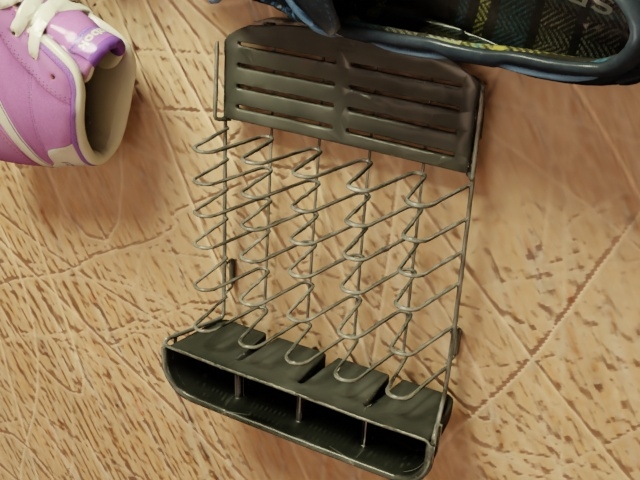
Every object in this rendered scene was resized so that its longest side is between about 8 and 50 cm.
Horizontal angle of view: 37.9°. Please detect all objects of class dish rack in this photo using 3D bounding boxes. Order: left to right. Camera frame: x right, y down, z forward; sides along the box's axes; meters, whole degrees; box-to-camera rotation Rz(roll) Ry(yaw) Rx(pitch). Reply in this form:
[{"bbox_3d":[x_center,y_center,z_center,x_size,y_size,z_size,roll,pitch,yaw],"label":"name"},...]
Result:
[{"bbox_3d":[0.000,0.000,0.598,0.208,0.074,0.271,15,116,24],"label":"dish rack"}]

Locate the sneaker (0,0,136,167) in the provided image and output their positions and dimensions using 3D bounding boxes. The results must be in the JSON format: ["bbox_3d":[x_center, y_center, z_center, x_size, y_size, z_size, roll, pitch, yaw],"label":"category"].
[{"bbox_3d":[-0.201,-0.177,0.619,0.161,0.102,0.282,11,131,31],"label":"sneaker"}]

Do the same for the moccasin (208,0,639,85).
[{"bbox_3d":[0.027,-0.170,0.484,0.342,0.117,0.137,18,118,23],"label":"moccasin"}]
